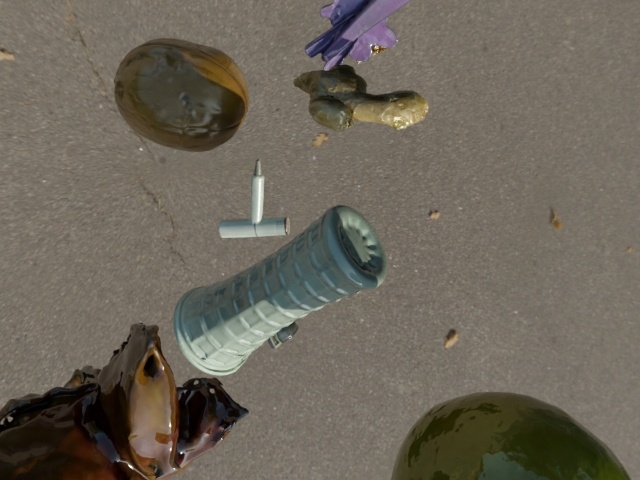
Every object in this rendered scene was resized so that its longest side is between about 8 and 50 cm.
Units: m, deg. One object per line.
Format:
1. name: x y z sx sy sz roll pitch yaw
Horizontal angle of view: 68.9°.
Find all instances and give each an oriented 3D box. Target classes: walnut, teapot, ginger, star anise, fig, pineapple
1. walnut: -0.213 -0.223 0.717 0.207 0.167 0.168 12 95 -1
2. teapot: -0.100 0.217 1.129 0.057 0.066 0.088 54 48 -15
3. ginger: 0.066 -0.232 0.750 0.213 0.133 0.059 -3 144 -5
4. star anise: -0.215 0.181 0.441 0.237 0.346 0.148 1 68 -45
5. fig: 0.158 0.252 0.389 0.207 0.207 0.230 21 56 -20
6. pineapple: 0.137 -0.574 1.407 0.114 0.077 0.114 36 83 5

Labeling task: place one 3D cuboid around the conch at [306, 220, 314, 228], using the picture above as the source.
1. conch: 0.002 -0.013 1.472 0.233 0.137 0.114 -18 145 -13

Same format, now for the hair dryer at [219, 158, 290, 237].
1. hair dryer: -0.153 -0.092 1.004 0.154 0.044 0.183 -4 116 7

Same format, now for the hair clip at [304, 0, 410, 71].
1. hair clip: 0.098 -0.379 0.765 0.137 0.278 0.091 32 53 -33

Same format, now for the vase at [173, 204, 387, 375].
1. vase: -0.056 0.071 0.635 0.298 0.143 0.143 -31 113 32
